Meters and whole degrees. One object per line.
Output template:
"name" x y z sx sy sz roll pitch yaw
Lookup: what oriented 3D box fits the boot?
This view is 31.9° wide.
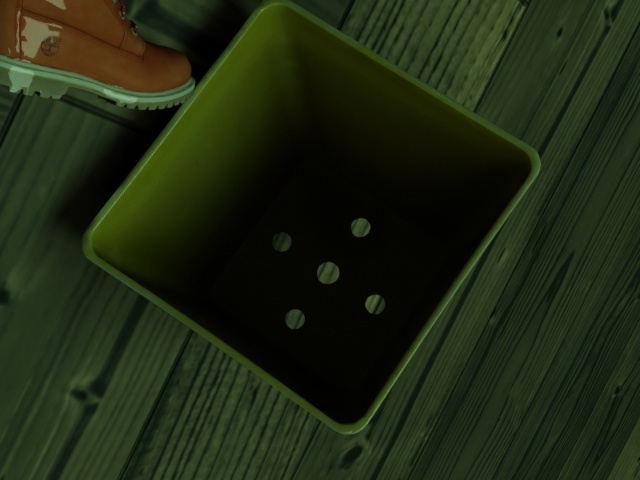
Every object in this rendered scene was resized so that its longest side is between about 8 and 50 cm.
"boot" -0.127 -0.123 0.650 0.158 0.059 0.084 2 108 -53

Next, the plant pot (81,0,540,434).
"plant pot" 0.000 0.000 0.778 0.212 0.212 0.187 -55 168 -10
